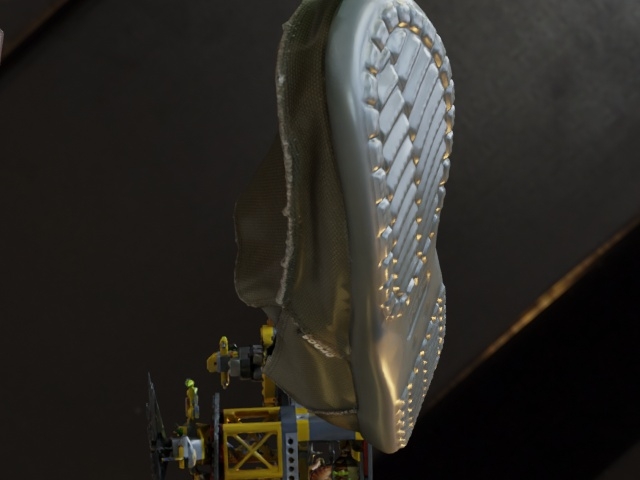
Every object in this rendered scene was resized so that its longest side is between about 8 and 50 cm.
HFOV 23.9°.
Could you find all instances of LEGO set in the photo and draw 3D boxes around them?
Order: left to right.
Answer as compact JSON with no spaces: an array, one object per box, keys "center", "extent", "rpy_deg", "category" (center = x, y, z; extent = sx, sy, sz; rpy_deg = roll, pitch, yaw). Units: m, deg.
[{"center":[-0.066,0.209,1.015],"extent":[0.192,0.331,0.255],"rpy_deg":[-1,-161,-3],"category":"LEGO set"}]

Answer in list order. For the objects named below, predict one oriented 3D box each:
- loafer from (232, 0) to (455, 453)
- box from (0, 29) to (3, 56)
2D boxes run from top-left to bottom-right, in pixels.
[{"center":[0.000,0.000,0.609],"extent":[0.251,0.087,0.094],"rpy_deg":[86,23,-49],"category":"loafer"},{"center":[-0.291,-0.122,0.665],"extent":[0.143,0.381,0.191],"rpy_deg":[-9,-123,12],"category":"box"}]
